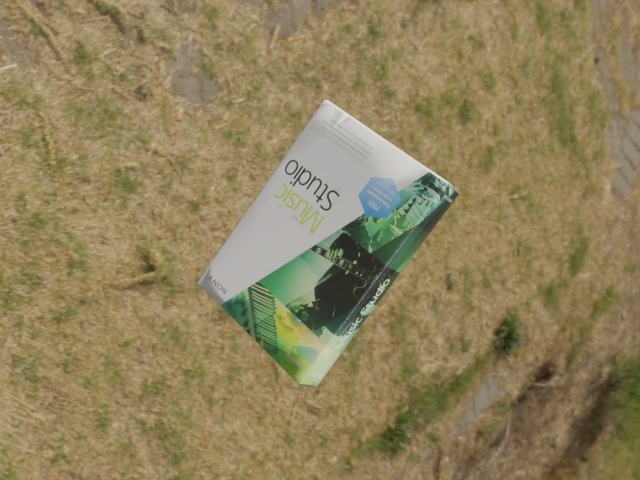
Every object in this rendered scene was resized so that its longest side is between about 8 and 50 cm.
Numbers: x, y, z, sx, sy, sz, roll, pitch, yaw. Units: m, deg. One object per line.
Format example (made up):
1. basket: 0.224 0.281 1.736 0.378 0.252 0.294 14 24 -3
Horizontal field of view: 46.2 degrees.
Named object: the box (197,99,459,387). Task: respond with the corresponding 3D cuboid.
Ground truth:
1. box: 0.000 0.000 1.013 0.322 0.232 0.058 -55 148 7
